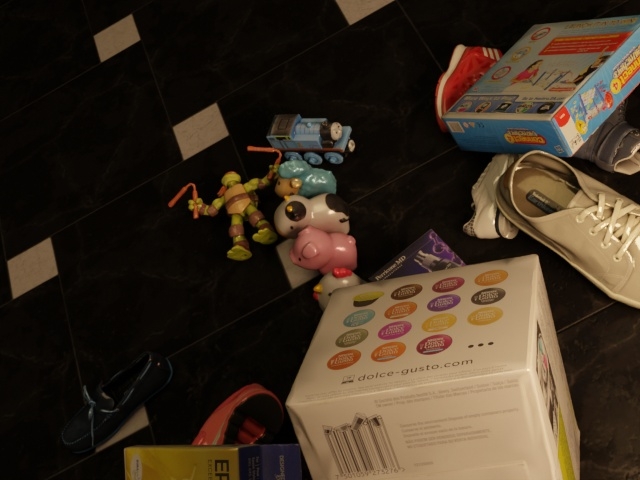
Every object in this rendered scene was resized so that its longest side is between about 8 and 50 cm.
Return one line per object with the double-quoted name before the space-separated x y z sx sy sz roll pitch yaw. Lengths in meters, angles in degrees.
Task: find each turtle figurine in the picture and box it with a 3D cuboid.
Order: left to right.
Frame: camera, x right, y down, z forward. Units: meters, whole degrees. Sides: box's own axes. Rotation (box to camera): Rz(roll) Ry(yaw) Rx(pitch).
"turtle figurine" -0.179 -0.065 2.144 0.269 0.087 0.217 -23 57 6

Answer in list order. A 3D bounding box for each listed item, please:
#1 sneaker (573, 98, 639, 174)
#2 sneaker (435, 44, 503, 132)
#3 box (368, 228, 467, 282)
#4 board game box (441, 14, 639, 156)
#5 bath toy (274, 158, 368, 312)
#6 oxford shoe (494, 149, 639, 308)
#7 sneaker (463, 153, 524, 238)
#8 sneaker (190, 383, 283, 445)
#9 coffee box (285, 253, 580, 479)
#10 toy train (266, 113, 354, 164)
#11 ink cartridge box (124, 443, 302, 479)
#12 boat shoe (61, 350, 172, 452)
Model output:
"sneaker" 0.567 -0.220 1.888 0.163 0.086 0.226 29 72 35
"sneaker" 0.316 -0.316 2.077 0.128 0.087 0.221 2 60 29
"box" 0.211 0.108 1.820 0.153 0.108 0.207 -39 50 -3
"board game box" 0.431 -0.289 1.903 0.302 0.086 0.308 -44 26 -18
"bath toy" 0.000 0.000 1.975 0.151 0.129 0.348 -19 52 0
"oxford shoe" 0.489 -0.014 1.724 0.449 0.130 0.169 33 74 23
"sneaker" 0.336 -0.110 1.929 0.094 0.090 0.235 -2 55 36
"sneaker" -0.186 0.389 1.843 0.314 0.116 0.136 -49 17 0
"coffee box" 0.186 0.263 1.507 0.337 0.338 0.334 -11 23 19
"toy train" -0.020 -0.215 2.157 0.184 0.105 0.080 4 60 28
"ink cartridge box" -0.178 0.492 1.689 0.307 0.072 0.304 -6 84 25
"boat shoe" -0.415 0.304 2.002 0.258 0.089 0.109 -45 50 -8
